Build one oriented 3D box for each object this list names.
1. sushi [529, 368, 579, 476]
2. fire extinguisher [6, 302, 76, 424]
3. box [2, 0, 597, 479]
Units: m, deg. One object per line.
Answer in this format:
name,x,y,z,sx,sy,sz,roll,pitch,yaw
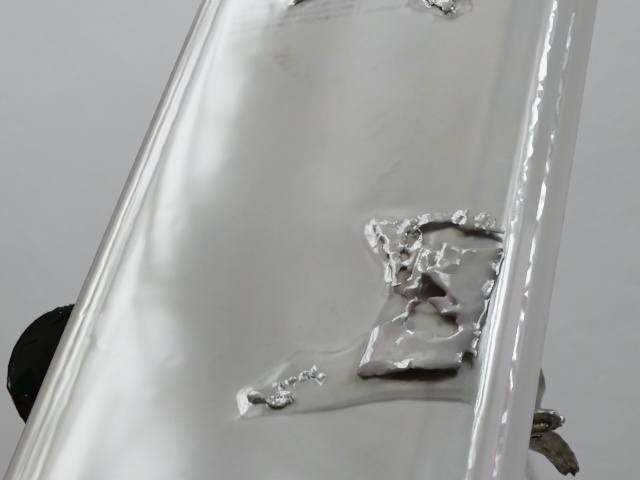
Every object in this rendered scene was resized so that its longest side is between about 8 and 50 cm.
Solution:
sushi,0.049,0.038,1.029,0.109,0.134,0.273,-26,-87,-1
fire extinguisher,-0.143,0.090,1.211,0.114,0.311,0.095,5,-92,6
box,0.000,0.000,0.501,0.142,0.285,0.044,-5,-47,21
